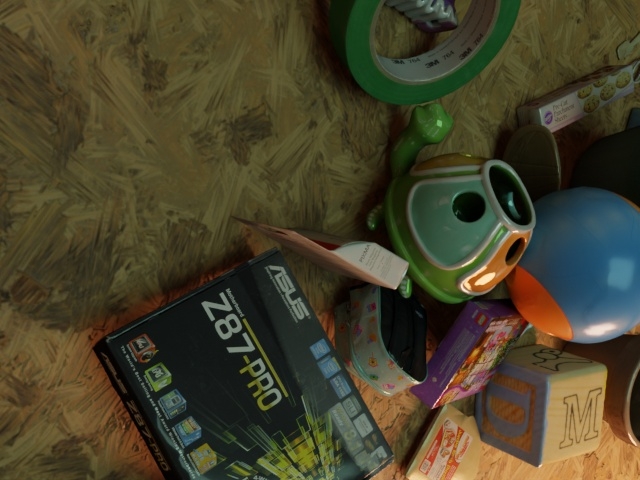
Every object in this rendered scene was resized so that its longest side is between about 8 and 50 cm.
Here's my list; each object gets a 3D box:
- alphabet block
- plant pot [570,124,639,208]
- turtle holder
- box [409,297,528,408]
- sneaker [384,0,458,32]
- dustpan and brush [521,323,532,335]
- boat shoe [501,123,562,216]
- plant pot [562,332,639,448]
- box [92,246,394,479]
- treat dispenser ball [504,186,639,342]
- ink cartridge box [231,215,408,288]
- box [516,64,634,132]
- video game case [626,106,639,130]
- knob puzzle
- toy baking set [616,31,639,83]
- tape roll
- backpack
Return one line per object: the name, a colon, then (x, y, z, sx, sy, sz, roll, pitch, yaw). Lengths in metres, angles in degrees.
alphabet block: (0.460, 0.340, 1.761, 0.197, 0.192, 0.193, -3, 102, -35)
plant pot: (0.714, -0.109, 1.732, 0.341, 0.334, 0.341, 0, 91, -15)
turtle holder: (0.242, -0.060, 1.475, 0.243, 0.227, 0.320, 21, 53, -33)
box: (0.295, 0.207, 1.584, 0.201, 0.057, 0.293, -59, 154, 14)
sneaker: (0.158, -0.454, 1.452, 0.236, 0.095, 0.104, 21, 79, -42)
dustpan and brush: (0.460, 0.158, 1.785, 0.211, 0.060, 0.147, -31, 159, 10)
boat shoe: (0.444, -0.078, 1.732, 0.123, 0.123, 0.342, -40, 124, -61)
plant pot: (0.668, 0.311, 1.884, 0.263, 0.229, 0.263, -8, 103, -36)
box: (-0.110, 0.252, 1.279, 0.318, 0.097, 0.395, -28, 89, -33)
treat dispenser ball: (0.482, 0.044, 1.542, 0.288, 0.288, 0.288, -8, 103, -36)
ink cartridge box: (0.000, 0.000, 1.349, 0.232, 0.189, 0.066, 35, 77, -35)
box: (0.549, -0.301, 1.785, 0.324, 0.063, 0.067, -26, 112, -31)
video game case: (0.795, -0.149, 2.000, 0.244, 0.061, 0.269, 20, 86, -38)
knob puzzle: (0.262, 0.444, 1.730, 0.213, 0.030, 0.213, -7, 102, -36)
toy baking set: (0.789, -0.426, 1.963, 0.256, 0.030, 0.196, 33, 79, -36)
tape roll: (0.174, -0.378, 1.381, 0.321, 0.077, 0.321, -16, 137, -15)
backpack: (0.109, 0.176, 1.467, 0.144, 0.188, 0.166, -30, 129, 21)
